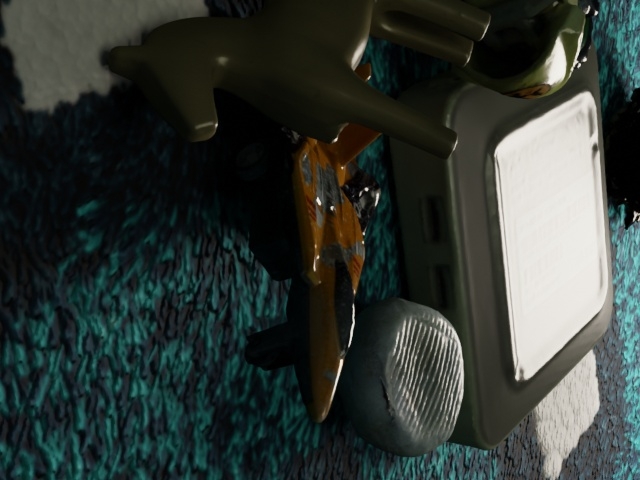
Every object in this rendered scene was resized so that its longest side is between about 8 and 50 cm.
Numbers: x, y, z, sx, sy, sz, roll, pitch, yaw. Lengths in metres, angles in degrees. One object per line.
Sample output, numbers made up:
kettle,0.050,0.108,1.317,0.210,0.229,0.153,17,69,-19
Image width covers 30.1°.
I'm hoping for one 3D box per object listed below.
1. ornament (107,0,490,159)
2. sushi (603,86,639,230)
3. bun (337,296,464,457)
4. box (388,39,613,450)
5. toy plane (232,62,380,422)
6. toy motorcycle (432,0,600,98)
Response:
ornament,-0.011,-0.132,0.854,0.061,0.245,0.230,119,-9,-50
sushi,0.499,-0.108,1.565,0.213,0.204,0.200,-59,142,-26
bun,0.064,0.122,1.055,0.141,0.083,0.141,10,77,-49
box,0.209,-0.016,1.246,0.367,0.090,0.373,-32,120,-51
toy plane,-0.011,0.003,0.883,0.204,0.103,0.316,53,35,-41
toy motorcycle,0.140,-0.290,1.047,0.410,0.168,0.237,55,36,-30
